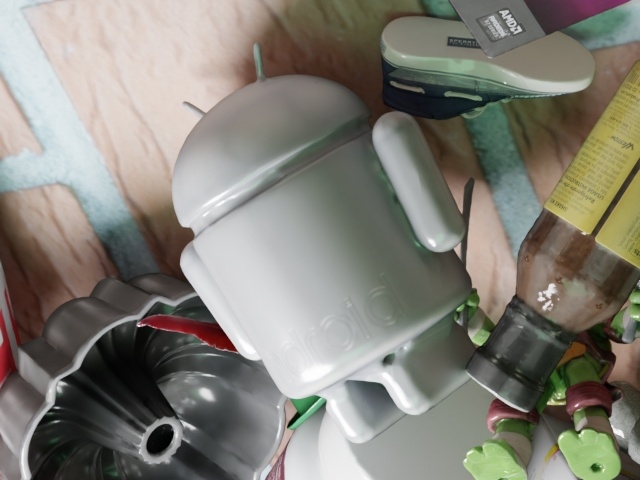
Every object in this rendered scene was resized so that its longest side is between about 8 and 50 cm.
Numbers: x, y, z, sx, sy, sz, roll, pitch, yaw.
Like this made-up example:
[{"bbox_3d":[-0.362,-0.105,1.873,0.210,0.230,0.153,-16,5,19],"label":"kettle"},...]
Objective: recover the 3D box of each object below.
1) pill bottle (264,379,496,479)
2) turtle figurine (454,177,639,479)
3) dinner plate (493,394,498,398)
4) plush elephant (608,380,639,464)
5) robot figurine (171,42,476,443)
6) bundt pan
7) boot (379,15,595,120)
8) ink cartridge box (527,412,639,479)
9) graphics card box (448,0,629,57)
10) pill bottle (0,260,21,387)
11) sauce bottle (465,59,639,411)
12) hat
[{"bbox_3d":[0.043,0.297,2.014,0.224,0.224,0.392,18,140,-9],"label":"pill bottle"},{"bbox_3d":[0.206,0.084,1.768,0.198,0.266,0.274,14,133,-1],"label":"turtle figurine"},{"bbox_3d":[0.123,0.164,2.036,0.141,0.017,0.141,6,136,5],"label":"dinner plate"},{"bbox_3d":[0.462,0.168,1.816,0.330,0.272,0.255,35,90,5],"label":"plush elephant"},{"bbox_3d":[0.000,0.000,1.708,0.300,0.200,0.353,-33,88,34],"label":"robot figurine"},{"bbox_3d":[-0.195,0.175,1.927,0.124,0.331,0.331,31,153,42],"label":"bundt pan"},{"bbox_3d":[0.146,-0.145,1.693,0.190,0.069,0.086,11,143,9],"label":"boot"},{"bbox_3d":[0.293,0.333,1.954,0.197,0.270,0.198,21,101,-10],"label":"ink cartridge box"},{"bbox_3d":[0.242,-0.299,1.439,0.371,0.094,0.233,-20,141,18],"label":"graphics card box"},{"bbox_3d":[-0.412,0.164,1.971,0.229,0.229,0.407,2,135,7],"label":"pill bottle"},{"bbox_3d":[0.243,-0.013,1.652,0.111,0.111,0.344,32,95,-21],"label":"sauce bottle"},{"bbox_3d":[-0.039,0.069,1.892,0.183,0.208,0.173,42,97,1],"label":"hat"}]
